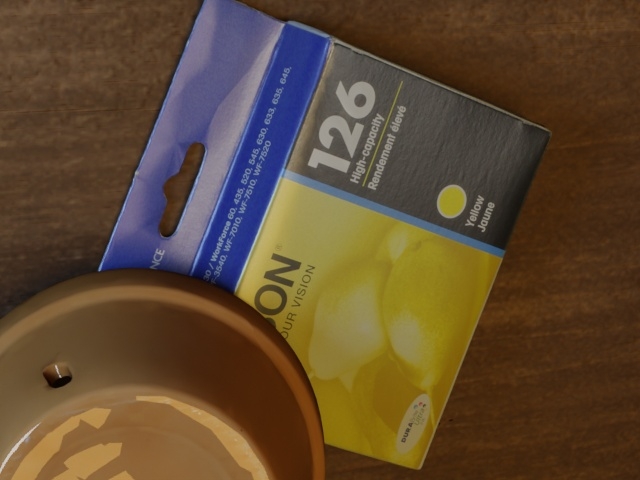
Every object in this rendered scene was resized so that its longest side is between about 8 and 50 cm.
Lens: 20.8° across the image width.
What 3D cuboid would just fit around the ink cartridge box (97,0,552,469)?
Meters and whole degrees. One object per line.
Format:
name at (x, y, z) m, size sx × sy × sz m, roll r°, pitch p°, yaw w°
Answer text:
ink cartridge box at (0.000, 0.000, 1.360) m, size 0.307 × 0.072 × 0.303 m, roll 18°, pitch 96°, yaw -31°

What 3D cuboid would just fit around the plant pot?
plant pot at (-0.130, 0.176, 1.217) m, size 0.291 × 0.203 × 0.291 m, roll -1°, pitch 97°, yaw -7°
